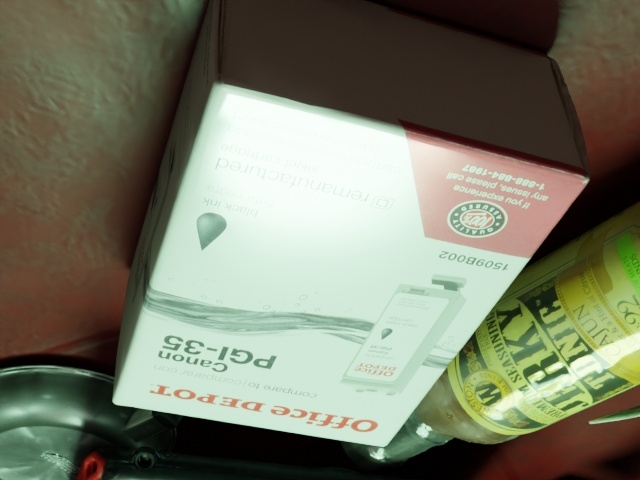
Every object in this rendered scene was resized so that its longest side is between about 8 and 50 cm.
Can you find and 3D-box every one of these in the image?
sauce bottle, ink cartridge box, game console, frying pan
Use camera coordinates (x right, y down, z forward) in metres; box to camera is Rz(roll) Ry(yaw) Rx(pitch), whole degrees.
[{"bbox_3d":[0.154,0.082,0.677,0.111,0.111,0.344,30,130,-30],"label":"sauce bottle"},{"bbox_3d":[0.000,0.000,0.580,0.207,0.117,0.283,12,135,-15],"label":"ink cartridge box"},{"bbox_3d":[-0.037,0.264,0.854,0.386,0.060,0.342,9,146,-16],"label":"game console"},{"bbox_3d":[-0.163,0.170,0.813,0.326,0.053,0.197,-4,139,6],"label":"frying pan"}]

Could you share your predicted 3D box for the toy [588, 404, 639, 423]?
[{"bbox_3d":[0.317,0.077,0.671,0.237,0.056,0.137,-6,167,-31],"label":"toy"}]
